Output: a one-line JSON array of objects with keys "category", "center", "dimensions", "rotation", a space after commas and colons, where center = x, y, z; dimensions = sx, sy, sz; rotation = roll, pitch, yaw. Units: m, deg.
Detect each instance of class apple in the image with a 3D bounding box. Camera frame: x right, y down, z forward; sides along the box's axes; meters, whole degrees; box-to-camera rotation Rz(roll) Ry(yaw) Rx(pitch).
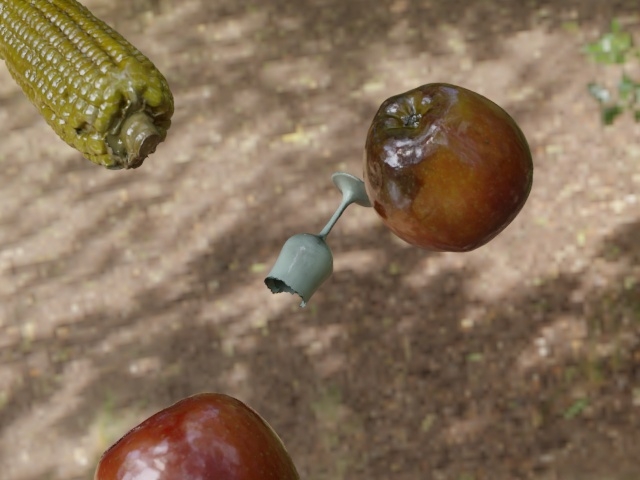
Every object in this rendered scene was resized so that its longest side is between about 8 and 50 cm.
[{"category": "apple", "center": [-0.110, 0.234, 1.473], "dimensions": [0.181, 0.168, 0.181], "rotation": [-29, -20, -11]}, {"category": "apple", "center": [0.162, -0.100, 2.151], "dimensions": [0.229, 0.230, 0.230], "rotation": [-7, 18, 2]}]

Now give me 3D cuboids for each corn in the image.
[{"category": "corn", "center": [-0.203, -0.143, 1.343], "dimensions": [0.097, 0.097, 0.261], "rotation": [-18, 42, -29]}]

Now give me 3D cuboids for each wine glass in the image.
[{"category": "wine glass", "center": [0.000, 0.000, 2.276], "dimensions": [0.079, 0.079, 0.195], "rotation": [11, 58, 45]}]
